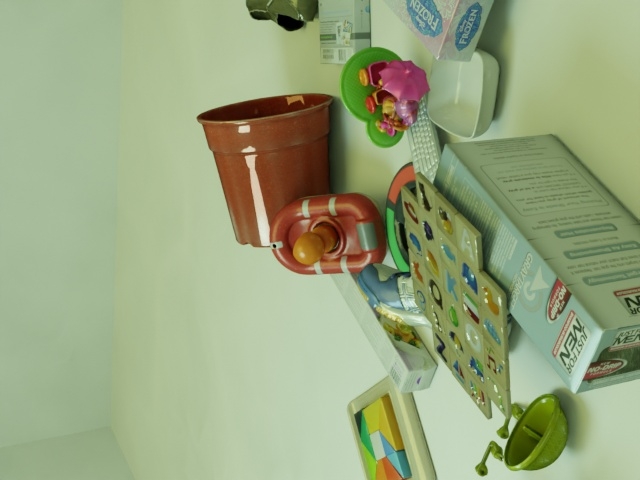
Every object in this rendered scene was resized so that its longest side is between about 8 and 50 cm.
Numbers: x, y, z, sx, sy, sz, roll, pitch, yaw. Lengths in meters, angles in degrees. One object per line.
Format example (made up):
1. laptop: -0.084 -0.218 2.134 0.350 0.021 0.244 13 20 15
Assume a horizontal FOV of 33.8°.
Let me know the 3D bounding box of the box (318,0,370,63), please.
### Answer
1. box: 0.043 -0.426 1.985 0.145 0.038 0.186 18 113 62

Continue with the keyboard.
1. keyboard: 0.172 -0.152 1.757 0.072 0.014 0.256 -43 47 47

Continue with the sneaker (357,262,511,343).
1. sneaker: 0.190 0.082 1.711 0.296 0.112 0.131 27 118 34

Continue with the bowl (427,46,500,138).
1. bowl: 0.228 -0.237 1.637 0.142 0.053 0.142 -139 47 -55

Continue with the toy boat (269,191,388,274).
1. toy boat: 0.000 0.000 1.937 0.231 0.151 0.151 -4 104 35

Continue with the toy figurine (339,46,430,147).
1. toy figurine: 0.120 -0.231 1.718 0.159 0.130 0.173 -156 52 -71

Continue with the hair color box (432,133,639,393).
1. hair color box: 0.314 0.015 1.371 0.374 0.185 0.113 57 145 42

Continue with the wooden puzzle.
1. wooden puzzle: 0.123 0.387 2.024 0.238 0.044 0.221 -45 56 58

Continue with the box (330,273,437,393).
1. box: 0.111 0.143 1.963 0.324 0.063 0.067 58 144 41

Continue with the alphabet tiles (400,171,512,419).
1. alphabet tiles: 0.191 0.083 1.493 0.285 0.011 0.342 -126 20 -50

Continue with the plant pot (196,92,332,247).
1. plant pot: -0.091 -0.138 2.112 0.272 0.272 0.265 22 124 61

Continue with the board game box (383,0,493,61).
1. board game box: 0.179 -0.484 1.580 0.318 0.066 0.318 58 140 45

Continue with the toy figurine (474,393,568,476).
1. toy figurine: 0.318 0.434 1.550 0.362 0.217 0.191 -57 1 -16

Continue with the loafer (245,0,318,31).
1. loafer: -0.083 -0.473 2.167 0.251 0.094 0.087 9 100 63

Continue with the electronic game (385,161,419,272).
1. electronic game: 0.174 -0.023 1.809 0.229 0.048 0.229 28 122 60
